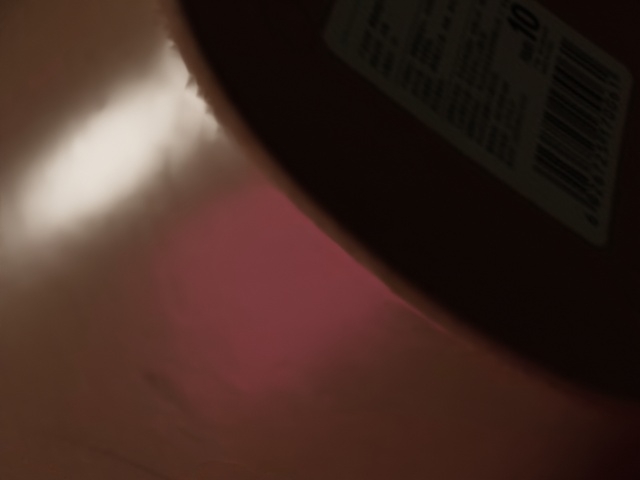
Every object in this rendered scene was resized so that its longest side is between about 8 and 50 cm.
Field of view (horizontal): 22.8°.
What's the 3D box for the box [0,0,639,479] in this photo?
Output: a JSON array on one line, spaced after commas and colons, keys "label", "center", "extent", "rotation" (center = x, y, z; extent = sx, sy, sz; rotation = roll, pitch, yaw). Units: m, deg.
[{"label": "box", "center": [0.000, 0.000, 0.537], "extent": [0.301, 0.301, 0.216], "rotation": [36, 133, -16]}]
